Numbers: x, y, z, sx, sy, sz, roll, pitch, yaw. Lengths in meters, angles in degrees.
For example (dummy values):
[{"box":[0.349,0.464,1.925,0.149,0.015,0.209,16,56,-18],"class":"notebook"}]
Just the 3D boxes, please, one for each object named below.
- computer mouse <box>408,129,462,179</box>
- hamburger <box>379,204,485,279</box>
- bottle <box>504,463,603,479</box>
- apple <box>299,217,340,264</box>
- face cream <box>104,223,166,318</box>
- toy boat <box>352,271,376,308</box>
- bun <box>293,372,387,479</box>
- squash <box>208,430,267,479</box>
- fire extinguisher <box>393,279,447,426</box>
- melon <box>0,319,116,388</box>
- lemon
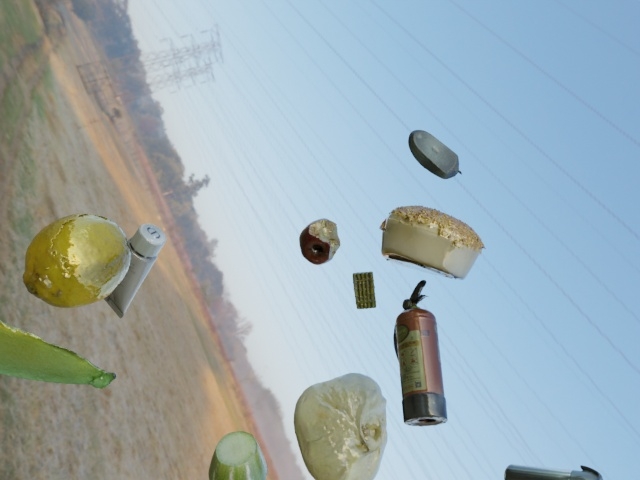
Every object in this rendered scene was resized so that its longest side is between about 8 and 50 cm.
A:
[{"box":[0.392,-0.293,1.784,0.229,0.113,0.068,40,-23,-4],"class":"computer mouse"},{"box":[0.305,-0.002,1.439,0.294,0.276,0.179,13,-96,55],"class":"hamburger"},{"box":[0.632,0.653,1.396,0.254,0.096,0.079,-16,-45,44],"class":"bottle"},{"box":[-0.004,0.001,1.916,0.156,0.147,0.158,48,33,-16],"class":"apple"},{"box":[-0.549,0.082,1.465,0.143,0.089,0.314,47,-65,7],"class":"face cream"},{"box":[0.130,0.148,1.521,0.016,0.063,0.115,-66,149,-73],"class":"toy boat"},{"box":[0.086,0.591,1.611,0.213,0.361,0.361,-32,-100,56],"class":"bun"},{"box":[-0.238,0.628,1.459,0.170,0.170,0.123,-133,-144,-51],"class":"squash"},{"box":[0.246,0.311,1.408,0.200,0.113,0.376,-32,-135,43],"class":"fire extinguisher"},{"box":[-0.437,0.166,0.781,0.053,0.262,0.114,-83,-164,-56],"class":"melon"},{"box":[-0.539,0.045,1.148,0.204,0.260,0.204,11,-60,20],"class":"lemon"}]
